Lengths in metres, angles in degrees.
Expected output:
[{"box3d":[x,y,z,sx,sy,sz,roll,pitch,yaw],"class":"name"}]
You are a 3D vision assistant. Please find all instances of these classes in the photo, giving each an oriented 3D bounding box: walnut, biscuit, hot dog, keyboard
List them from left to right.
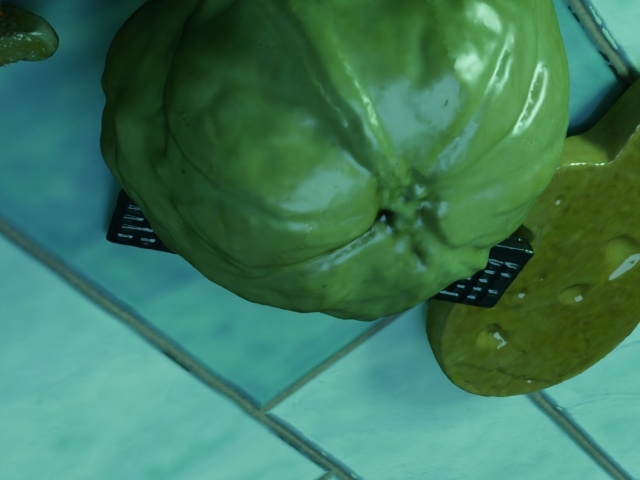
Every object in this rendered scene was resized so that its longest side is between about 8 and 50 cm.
[{"box3d":[-0.213,-0.132,1.022,0.090,0.034,0.030,-7,148,6],"class":"hot dog"},{"box3d":[0.000,0.000,1.185,0.309,0.018,0.101,11,146,-12],"class":"keyboard"},{"box3d":[0.009,-0.091,0.996,0.253,0.277,0.282,22,107,-31],"class":"walnut"},{"box3d":[0.236,0.000,1.362,0.275,0.052,0.355,17,123,-37],"class":"biscuit"}]

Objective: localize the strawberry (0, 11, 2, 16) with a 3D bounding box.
[{"box3d":[-0.235,-0.120,0.954,0.208,0.167,0.087,-49,165,21],"class":"strawberry"}]
